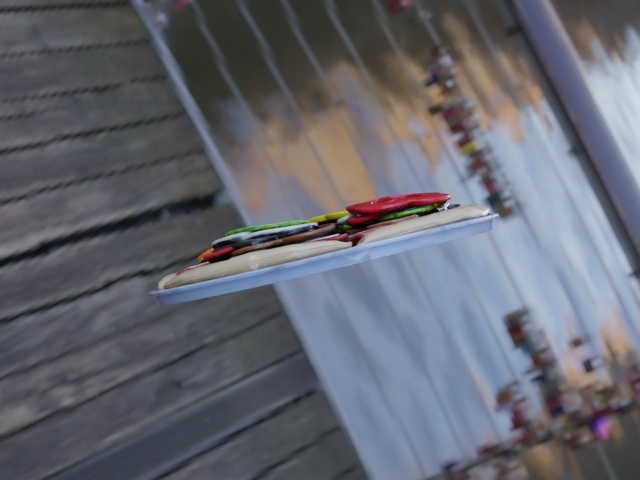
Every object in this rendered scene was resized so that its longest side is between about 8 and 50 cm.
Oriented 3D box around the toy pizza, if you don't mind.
[{"bbox_3d":[0.000,0.000,0.888,0.201,0.201,0.032,-14,91,-64],"label":"toy pizza"}]
